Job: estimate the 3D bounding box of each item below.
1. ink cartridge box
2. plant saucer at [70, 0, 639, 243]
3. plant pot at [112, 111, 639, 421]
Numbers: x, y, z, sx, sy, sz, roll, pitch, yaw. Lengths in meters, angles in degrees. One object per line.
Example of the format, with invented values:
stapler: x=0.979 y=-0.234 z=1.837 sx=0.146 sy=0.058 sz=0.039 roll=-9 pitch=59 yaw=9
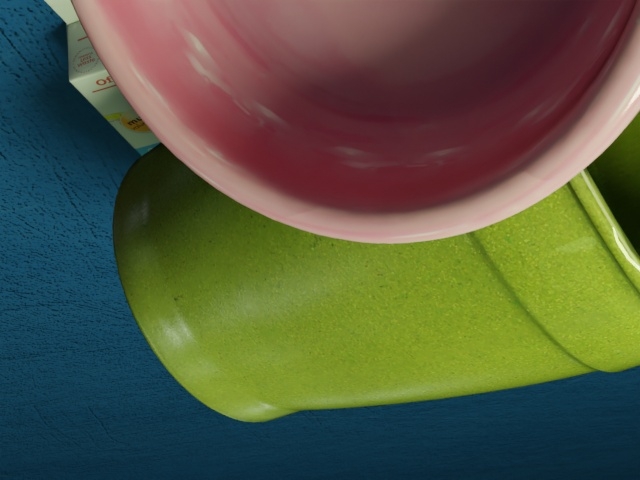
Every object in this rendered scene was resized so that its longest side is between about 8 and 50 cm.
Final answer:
ink cartridge box: x=-0.133 y=-0.139 z=0.812 sx=0.104 sy=0.061 sz=0.181 roll=-17 pitch=151 yaw=12
plant saucer: x=0.015 y=-0.164 z=0.452 sx=0.332 sy=0.332 sz=0.084 roll=-35 pitch=-179 yaw=40
plant pot: x=0.050 y=-0.033 z=0.731 sx=0.353 sy=0.366 sz=0.366 roll=-26 pitch=148 yaw=28
